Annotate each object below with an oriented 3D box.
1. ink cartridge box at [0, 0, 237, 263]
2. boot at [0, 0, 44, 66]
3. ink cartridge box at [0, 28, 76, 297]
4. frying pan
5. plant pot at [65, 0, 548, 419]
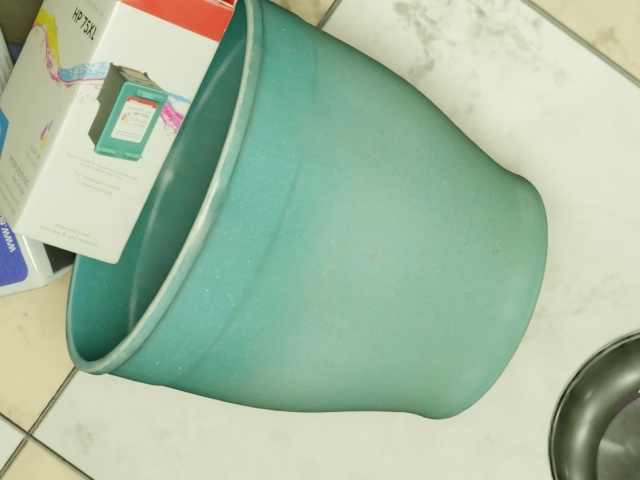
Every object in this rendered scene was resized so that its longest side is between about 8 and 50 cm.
[{"bbox_3d":[-0.134,-0.118,1.100,0.078,0.134,0.231,19,103,-29],"label":"ink cartridge box"},{"bbox_3d":[-0.161,-0.165,1.228,0.219,0.082,0.106,13,115,13],"label":"boot"},{"bbox_3d":[-0.357,-0.085,1.254,0.307,0.072,0.304,-12,103,29],"label":"ink cartridge box"},{"bbox_3d":[0.292,0.102,1.247,0.197,0.053,0.326,24,108,0],"label":"frying pan"},{"bbox_3d":[0.000,0.000,1.147,0.255,0.272,0.272,22,106,-21],"label":"plant pot"}]
